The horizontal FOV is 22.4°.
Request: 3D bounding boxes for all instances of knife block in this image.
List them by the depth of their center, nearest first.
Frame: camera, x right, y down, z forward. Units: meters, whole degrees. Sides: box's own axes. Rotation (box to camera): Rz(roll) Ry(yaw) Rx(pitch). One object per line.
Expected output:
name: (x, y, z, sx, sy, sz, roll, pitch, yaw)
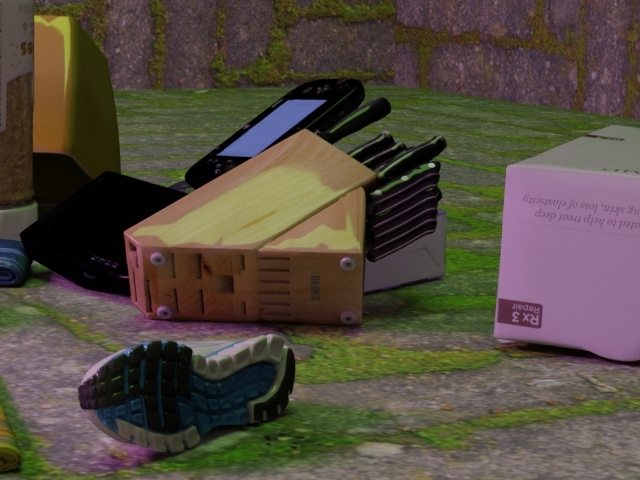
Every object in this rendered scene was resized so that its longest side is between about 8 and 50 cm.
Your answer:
knife block: (-0.024, -0.038, 1.452, 0.275, 0.088, 0.242, 1, 41, 2)

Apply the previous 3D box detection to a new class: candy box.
candy box: (0.000, 0.000, 1.613, 0.196, 0.070, 0.165, 10, 13, 40)

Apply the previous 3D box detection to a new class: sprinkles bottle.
sprinkles bottle: (-0.357, -0.166, 1.687, 0.121, 0.355, 0.121, 1, 10, 0)

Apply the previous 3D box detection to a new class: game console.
game console: (-0.109, -0.066, 1.603, 0.213, 0.044, 0.361, 16, 45, 44)

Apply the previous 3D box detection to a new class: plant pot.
plant pot: (-0.360, -0.164, 1.974, 0.212, 0.187, 0.212, 3, -15, 11)

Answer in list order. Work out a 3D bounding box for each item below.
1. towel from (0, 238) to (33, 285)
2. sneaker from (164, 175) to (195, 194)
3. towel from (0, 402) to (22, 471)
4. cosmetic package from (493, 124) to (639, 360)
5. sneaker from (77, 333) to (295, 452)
towel: (-0.315, 0.020, 1.571, 0.067, 0.029, 0.119, 1, 9, -5)
sneaker: (-0.110, -0.033, 1.818, 0.170, 0.068, 0.071, 5, 16, 15)
towel: (-0.260, 0.113, 1.065, 0.102, 0.021, 0.237, 4, 7, -17)
cosmetic package: (0.310, -0.005, 1.432, 0.217, 0.156, 0.385, 7, 10, 20)
sneaker: (-0.101, 0.098, 1.063, 0.083, 0.071, 0.190, 0, -1, 34)
